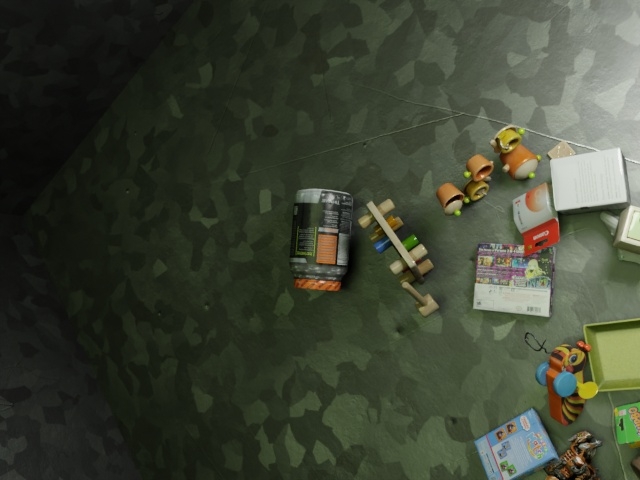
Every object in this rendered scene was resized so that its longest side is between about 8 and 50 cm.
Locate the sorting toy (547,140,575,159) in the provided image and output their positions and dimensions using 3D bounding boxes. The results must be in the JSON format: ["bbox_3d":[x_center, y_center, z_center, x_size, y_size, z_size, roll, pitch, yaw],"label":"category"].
[{"bbox_3d":[0.728,-0.251,1.886,0.062,0.012,0.083,-40,64,17],"label":"sorting toy"}]

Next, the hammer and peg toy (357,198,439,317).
[{"bbox_3d":[0.270,0.051,1.991,0.127,0.266,0.361,-34,67,4],"label":"hammer and peg toy"}]

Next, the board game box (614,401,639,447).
[{"bbox_3d":[0.905,0.464,1.645,0.259,0.124,0.039,-22,116,33],"label":"board game box"}]

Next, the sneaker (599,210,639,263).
[{"bbox_3d":[0.851,0.008,1.757,0.212,0.080,0.094,46,122,23],"label":"sneaker"}]

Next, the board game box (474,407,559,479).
[{"bbox_3d":[0.568,0.613,1.847,0.211,0.039,0.160,-40,37,23],"label":"board game box"}]

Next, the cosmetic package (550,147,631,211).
[{"bbox_3d":[0.761,-0.161,1.778,0.183,0.151,0.152,-8,82,31],"label":"cosmetic package"}]

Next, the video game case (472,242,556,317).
[{"bbox_3d":[0.587,0.117,1.919,0.232,0.041,0.210,3,86,31],"label":"video game case"}]

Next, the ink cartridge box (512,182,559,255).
[{"bbox_3d":[0.627,-0.061,1.849,0.145,0.045,0.179,143,138,-58],"label":"ink cartridge box"}]

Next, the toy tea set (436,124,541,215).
[{"bbox_3d":[0.514,-0.181,1.902,0.336,0.200,0.124,-44,58,20],"label":"toy tea set"}]

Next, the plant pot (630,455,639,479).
[{"bbox_3d":[0.954,0.599,1.559,0.229,0.263,0.263,-37,67,4],"label":"plant pot"}]

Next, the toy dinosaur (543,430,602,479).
[{"bbox_3d":[0.703,0.700,1.753,0.218,0.164,0.322,29,109,43],"label":"toy dinosaur"}]

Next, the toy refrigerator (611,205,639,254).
[{"bbox_3d":[0.921,0.001,1.645,0.269,0.094,0.102,18,83,12],"label":"toy refrigerator"}]

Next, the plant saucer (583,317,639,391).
[{"bbox_3d":[0.844,0.315,1.747,0.188,0.045,0.188,-13,79,30],"label":"plant saucer"}]

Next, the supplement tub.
[{"bbox_3d":[0.000,0.000,2.186,0.207,0.207,0.338,3,87,31],"label":"supplement tub"}]

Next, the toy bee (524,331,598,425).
[{"bbox_3d":[0.695,0.363,1.757,0.162,0.298,0.195,-26,40,-13],"label":"toy bee"}]
